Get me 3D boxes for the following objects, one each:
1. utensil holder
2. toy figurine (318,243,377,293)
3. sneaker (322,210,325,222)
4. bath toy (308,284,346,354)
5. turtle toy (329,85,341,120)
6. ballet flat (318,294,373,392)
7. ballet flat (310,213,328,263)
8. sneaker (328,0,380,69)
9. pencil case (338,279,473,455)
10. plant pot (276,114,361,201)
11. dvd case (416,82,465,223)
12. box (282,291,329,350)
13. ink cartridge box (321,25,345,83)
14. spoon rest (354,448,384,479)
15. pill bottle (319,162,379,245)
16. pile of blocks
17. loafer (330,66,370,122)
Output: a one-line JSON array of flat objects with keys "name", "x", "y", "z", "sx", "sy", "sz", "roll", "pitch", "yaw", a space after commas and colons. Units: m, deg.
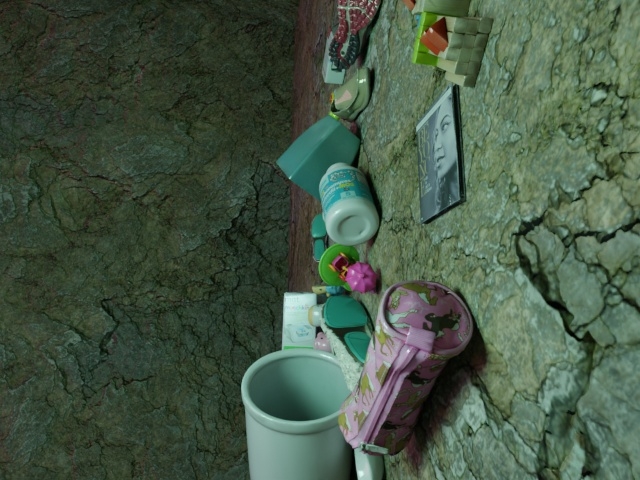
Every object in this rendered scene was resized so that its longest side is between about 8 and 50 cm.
[{"name": "utensil holder", "x": -0.058, "y": 0.566, "z": 1.349, "sx": 0.327, "sy": 0.328, "sz": 0.385, "roll": -111, "pitch": 21, "yaw": -66}, {"name": "toy figurine", "x": 0.099, "y": 0.103, "z": 1.253, "sx": 0.130, "sy": 0.173, "sz": 0.159, "roll": -46, "pitch": 29, "yaw": -7}, {"name": "sneaker", "x": 0.062, "y": -0.196, "z": 1.598, "sx": 0.162, "sy": 0.107, "sz": 0.281, "roll": 125, "pitch": 139, "yaw": -58}, {"name": "bath toy", "x": 0.034, "y": 0.319, "z": 1.501, "sx": 0.129, "sy": 0.152, "sz": 0.348, "roll": -6, "pitch": 86, "yaw": 57}, {"name": "turtle toy", "x": 0.066, "y": -0.501, "z": 1.688, "sx": 0.095, "sy": 0.066, "sz": 0.130, "roll": -153, "pitch": 66, "yaw": -79}, {"name": "ballet flat", "x": 0.075, "y": 0.280, "z": 1.215, "sx": 0.409, "sy": 0.147, "sz": 0.146, "roll": -116, "pitch": 31, "yaw": -71}, {"name": "ballet flat", "x": 0.000, "y": 0.000, "z": 1.940, "sx": 0.079, "sy": 0.077, "sz": 0.221, "roll": 68, "pitch": -162, "yaw": -66}, {"name": "sneaker", "x": 0.108, "y": -0.678, "z": 1.402, "sx": 0.112, "sy": 0.121, "sz": 0.299, "roll": -56, "pitch": -3, "yaw": -39}, {"name": "pencil case", "x": 0.140, "y": 0.242, "z": 0.838, "sx": 0.167, "sy": 0.160, "sz": 0.386, "roll": -110, "pitch": 25, "yaw": -46}, {"name": "plant pot", "x": 0.006, "y": -0.278, "z": 1.508, "sx": 0.234, "sy": 0.165, "sz": 0.165, "roll": -50, "pitch": 34, "yaw": 9}, {"name": "dvd case", "x": 0.223, "y": -0.158, "z": 0.876, "sx": 0.164, "sy": 0.018, "sz": 0.221, "roll": 131, "pitch": 141, "yaw": -74}, {"name": "box", "x": -0.047, "y": 0.311, "z": 1.684, "sx": 0.262, "sy": 0.127, "sz": 0.231, "roll": 39, "pitch": -128, "yaw": -73}, {"name": "ink cartridge box", "x": 0.059, "y": -0.707, "z": 1.764, "sx": 0.127, "sy": 0.072, "sz": 0.175, "roll": -99, "pitch": 16, "yaw": -47}, {"name": "spoon rest", "x": 0.108, "y": 0.494, "z": 1.154, "sx": 0.137, "sy": 0.084, "sz": 0.276, "roll": 132, "pitch": 141, "yaw": -74}, {"name": "pill bottle", "x": 0.074, "y": -0.117, "z": 1.324, "sx": 0.264, "sy": 0.146, "sz": 0.146, "roll": -100, "pitch": 16, "yaw": -50}, {"name": "pile of blocks", "x": 0.192, "y": -0.414, "z": 0.850, "sx": 0.149, "sy": 0.113, "sz": 0.362, "roll": 106, "pitch": 164, "yaw": -51}, {"name": "loafer", "x": 0.092, "y": -0.454, "z": 1.462, "sx": 0.268, "sy": 0.092, "sz": 0.101, "roll": 129, "pitch": 143, "yaw": -73}]
